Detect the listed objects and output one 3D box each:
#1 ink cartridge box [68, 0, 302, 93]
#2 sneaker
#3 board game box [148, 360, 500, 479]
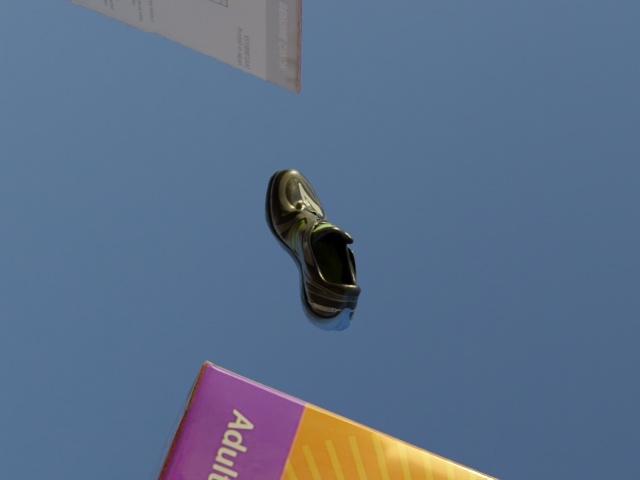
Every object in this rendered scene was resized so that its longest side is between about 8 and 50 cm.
[{"bbox_3d":[-0.106,-0.236,1.078,0.238,0.275,0.060,22,-121,13],"label":"ink cartridge box"},{"bbox_3d":[0.000,0.000,1.696,0.078,0.067,0.188,-58,-139,41],"label":"sneaker"},{"bbox_3d":[0.017,0.342,0.793,0.356,0.356,0.356,116,-5,-53],"label":"board game box"}]
